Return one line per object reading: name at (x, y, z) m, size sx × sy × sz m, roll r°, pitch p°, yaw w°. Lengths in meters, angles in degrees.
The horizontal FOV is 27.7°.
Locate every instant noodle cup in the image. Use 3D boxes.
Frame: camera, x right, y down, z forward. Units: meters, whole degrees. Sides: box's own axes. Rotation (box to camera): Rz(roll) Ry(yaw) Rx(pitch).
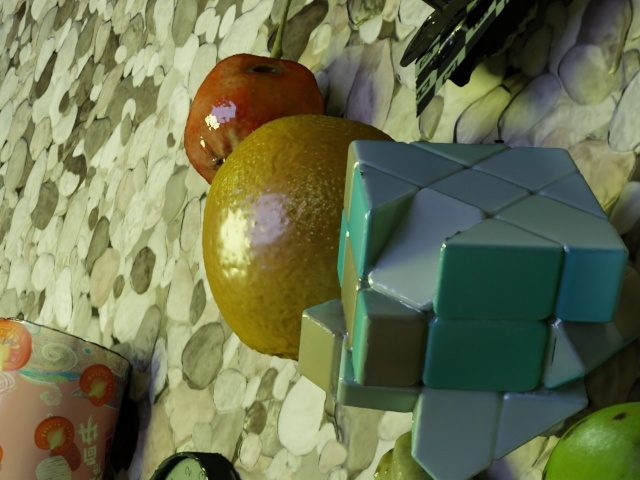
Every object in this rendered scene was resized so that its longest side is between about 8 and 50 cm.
instant noodle cup at (-0.361, 0.237, 1.640) m, size 0.243 × 0.243 × 0.231 m, roll -7°, pitch 62°, yaw 56°

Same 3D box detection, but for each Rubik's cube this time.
Rubik's cube at (0.119, 0.050, 0.994) m, size 0.224 × 0.265 × 0.213 m, roll -97°, pitch 10°, yaw -63°

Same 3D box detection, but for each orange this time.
orange at (0.000, 0.000, 1.189) m, size 0.236 × 0.236 × 0.236 m, roll -32°, pitch 49°, yaw 46°

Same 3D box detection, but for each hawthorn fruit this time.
hawthorn fruit at (-0.063, -0.185, 1.459) m, size 0.165 × 0.165 × 0.285 m, roll -26°, pitch 48°, yaw 50°

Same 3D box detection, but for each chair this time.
chair at (0.096, -0.252, 1.230) m, size 0.084 × 0.101 × 0.212 m, roll -60°, pitch 13°, yaw -25°

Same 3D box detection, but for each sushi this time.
sushi at (0.170, -0.208, 1.190) m, size 0.215 × 0.050 × 0.192 m, roll -52°, pitch 12°, yaw 21°

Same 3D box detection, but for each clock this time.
clock at (-0.150, 0.321, 1.431) m, size 0.184 × 0.040 × 0.184 m, roll -31°, pitch 50°, yaw 46°

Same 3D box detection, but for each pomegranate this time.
pomegranate at (0.225, 0.150, 0.841) m, size 0.156 × 0.156 × 0.220 m, roll -27°, pitch 33°, yaw 49°

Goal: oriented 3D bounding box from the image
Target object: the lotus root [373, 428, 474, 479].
lotus root at (0.093, 0.237, 1.059) m, size 0.090 × 0.077 × 0.183 m, roll -58°, pitch 30°, yaw 35°
